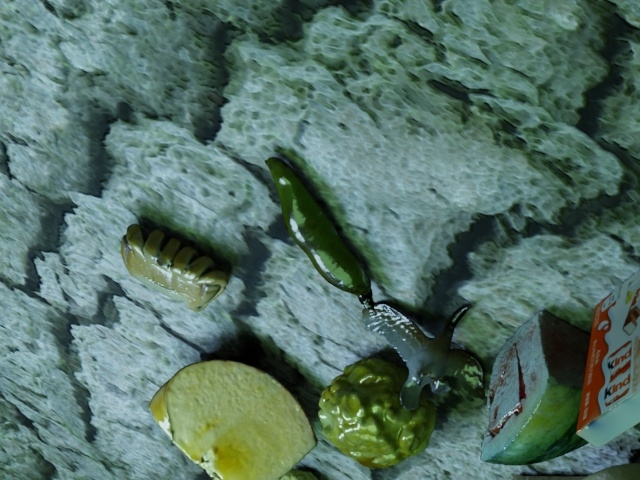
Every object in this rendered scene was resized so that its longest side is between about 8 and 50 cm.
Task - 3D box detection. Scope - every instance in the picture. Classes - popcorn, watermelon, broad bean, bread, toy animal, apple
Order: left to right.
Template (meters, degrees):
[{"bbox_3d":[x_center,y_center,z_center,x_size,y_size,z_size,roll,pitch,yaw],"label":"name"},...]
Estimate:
[{"bbox_3d":[-0.288,0.052,1.570,0.225,0.081,0.134,27,138,3],"label":"bread"},{"bbox_3d":[-0.195,0.389,1.680,0.309,0.252,0.314,49,130,1],"label":"apple"},{"bbox_3d":[-0.056,0.601,1.854,0.136,0.141,0.162,-8,155,-12],"label":"popcorn"},{"bbox_3d":[0.000,0.000,1.392,0.077,0.061,0.339,-25,113,31],"label":"broad bean"},{"bbox_3d":[0.111,0.334,1.520,0.235,0.181,0.216,1,133,33],"label":"popcorn"},{"bbox_3d":[0.212,0.203,1.403,0.273,0.160,0.197,32,132,-9],"label":"toy animal"},{"bbox_3d":[0.395,0.251,1.358,0.262,0.201,0.212,-2,138,-26],"label":"watermelon"}]

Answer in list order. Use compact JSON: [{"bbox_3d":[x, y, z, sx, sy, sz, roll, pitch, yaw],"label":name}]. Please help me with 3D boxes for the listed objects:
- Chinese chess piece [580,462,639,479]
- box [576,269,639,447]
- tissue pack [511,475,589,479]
[{"bbox_3d":[0.549,0.524,1.421,0.270,0.112,0.269,-3,118,-6],"label":"Chinese chess piece"},{"bbox_3d":[0.466,0.120,1.104,0.048,0.273,0.265,34,132,-2],"label":"box"},{"bbox_3d":[0.460,0.518,1.552,0.169,0.082,0.120,-12,120,34],"label":"tissue pack"}]
